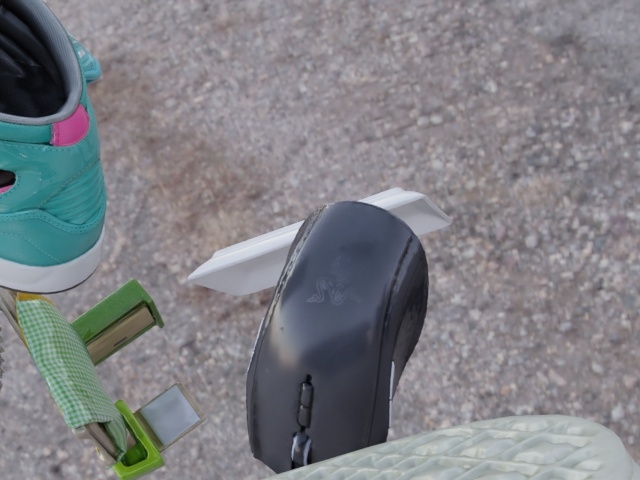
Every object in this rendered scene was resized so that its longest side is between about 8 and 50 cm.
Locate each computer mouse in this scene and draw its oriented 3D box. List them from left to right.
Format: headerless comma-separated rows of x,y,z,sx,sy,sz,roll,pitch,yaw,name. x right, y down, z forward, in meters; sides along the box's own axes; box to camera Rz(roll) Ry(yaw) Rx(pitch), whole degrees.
0.029,0.119,0.630,0.184,0.261,0.060,23,18,17,computer mouse

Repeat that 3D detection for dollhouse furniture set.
-0.229,0.135,1.173,0.151,0.301,0.197,-34,71,-13,dollhouse furniture set

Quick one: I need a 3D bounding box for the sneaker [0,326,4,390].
-0.422,0.063,1.058,0.146,0.293,0.102,-14,-5,1,sneaker

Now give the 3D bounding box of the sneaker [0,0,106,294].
-0.252,-0.096,0.591,0.296,0.178,0.123,23,42,1,sneaker

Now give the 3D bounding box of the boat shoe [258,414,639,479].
-0.108,0.204,0.381,0.501,0.155,0.187,-17,6,9,boat shoe

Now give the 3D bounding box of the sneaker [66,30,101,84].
-0.248,-0.062,0.833,0.107,0.110,0.275,-16,52,49,sneaker

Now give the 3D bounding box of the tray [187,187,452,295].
0.000,0.000,1.128,0.271,0.145,0.030,-19,75,15,tray
